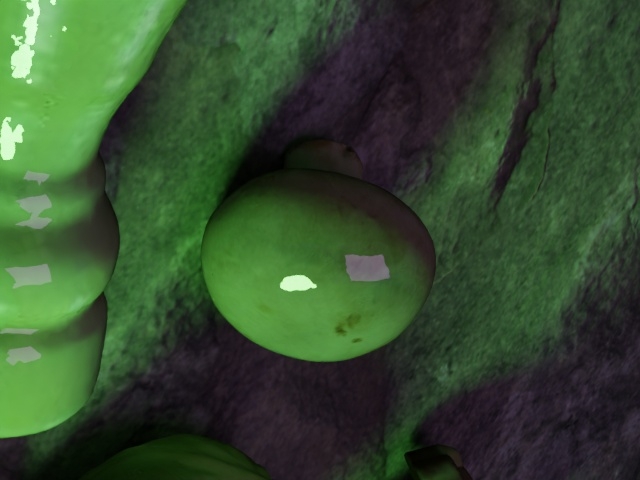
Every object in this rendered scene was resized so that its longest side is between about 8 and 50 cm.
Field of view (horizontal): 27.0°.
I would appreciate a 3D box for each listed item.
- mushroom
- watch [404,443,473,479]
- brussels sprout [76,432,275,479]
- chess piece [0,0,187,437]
[{"bbox_3d":[0.000,0.000,1.165,0.204,0.204,0.204,-24,129,-33],"label":"mushroom"},{"bbox_3d":[0.085,0.447,1.448,0.327,0.335,0.314,-26,139,-6],"label":"watch"},{"bbox_3d":[-0.133,0.335,1.176,0.328,0.247,0.328,-21,127,-30],"label":"brussels sprout"},{"bbox_3d":[-0.193,-0.097,0.859,0.234,0.234,0.442,-7,122,-42],"label":"chess piece"}]
